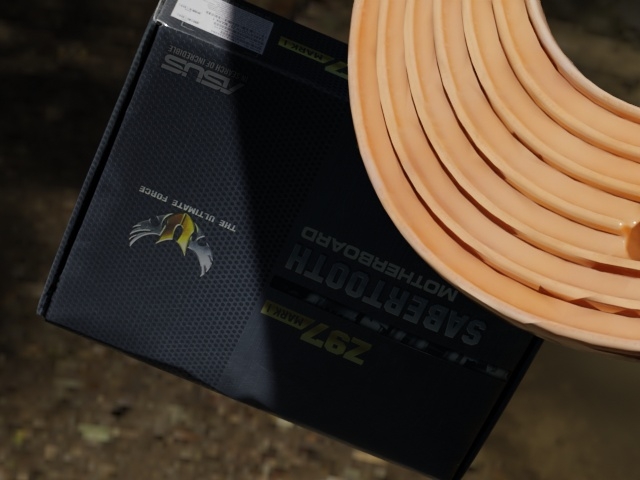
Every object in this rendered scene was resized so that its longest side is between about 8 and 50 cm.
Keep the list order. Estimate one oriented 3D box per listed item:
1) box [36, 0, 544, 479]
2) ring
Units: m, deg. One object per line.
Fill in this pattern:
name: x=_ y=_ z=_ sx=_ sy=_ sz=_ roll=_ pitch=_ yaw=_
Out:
box: x=0.000 y=0.000 z=0.959 sx=0.233 sy=0.183 sz=0.059 roll=24 pitch=32 yaw=-5
ring: x=0.149 y=-0.108 z=0.471 sx=0.032 sy=0.336 sz=0.336 roll=43 pitch=9 yaw=-35
